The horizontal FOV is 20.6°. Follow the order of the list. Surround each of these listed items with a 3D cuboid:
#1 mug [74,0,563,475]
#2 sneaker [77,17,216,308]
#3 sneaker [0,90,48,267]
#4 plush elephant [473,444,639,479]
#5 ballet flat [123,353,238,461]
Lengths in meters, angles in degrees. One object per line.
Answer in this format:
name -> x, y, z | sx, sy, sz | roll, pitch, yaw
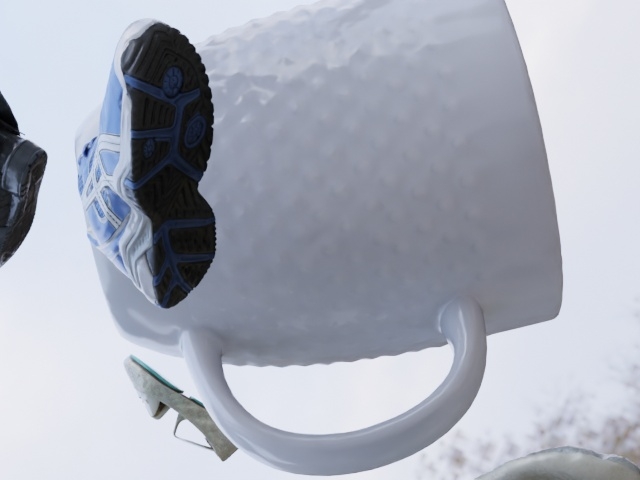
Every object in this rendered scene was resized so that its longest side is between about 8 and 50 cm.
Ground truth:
mug -> 0.000, 0.000, 1.317 | 0.328, 0.374, 0.276 | -12, -32, -1
sneaker -> -0.116, -0.048, 1.083 | 0.080, 0.081, 0.211 | -40, -31, -38
sneaker -> -0.277, -0.056, 1.459 | 0.051, 0.089, 0.170 | -51, -9, -46
plush elephant -> 0.129, 0.288, 1.091 | 0.255, 0.330, 0.272 | -24, -49, -15
ballet flat -> -0.162, 0.189, 1.975 | 0.052, 0.168, 0.057 | -57, -14, -7
